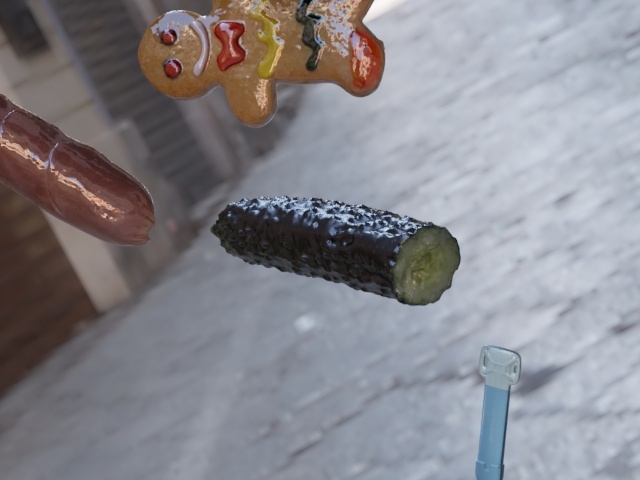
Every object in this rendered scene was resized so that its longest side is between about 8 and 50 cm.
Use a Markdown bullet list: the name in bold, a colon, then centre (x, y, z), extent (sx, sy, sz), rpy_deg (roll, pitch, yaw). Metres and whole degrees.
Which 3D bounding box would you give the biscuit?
- **biscuit**: centre (-0.061, -0.194, 1.891), extent (0.250, 0.165, 0.036), rpy_deg (-7, -3, 14)

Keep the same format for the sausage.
- **sausage**: centre (-0.353, -0.120, 1.989), extent (0.088, 0.433, 0.088), rpy_deg (-58, -2, -3)

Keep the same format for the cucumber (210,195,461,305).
- **cucumber**: centre (0.001, -0.002, 1.607), extent (0.072, 0.072, 0.300), rpy_deg (-31, 25, -29)

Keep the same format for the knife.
- **knife**: centre (0.107, 0.108, 1.183), extent (0.027, 0.096, 0.010), rpy_deg (14, 24, 24)
